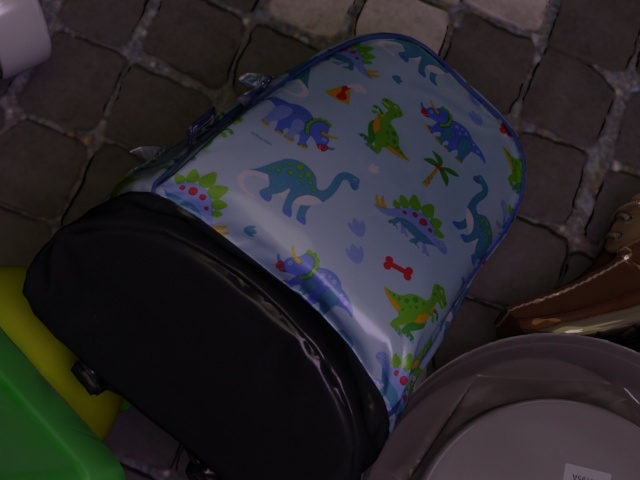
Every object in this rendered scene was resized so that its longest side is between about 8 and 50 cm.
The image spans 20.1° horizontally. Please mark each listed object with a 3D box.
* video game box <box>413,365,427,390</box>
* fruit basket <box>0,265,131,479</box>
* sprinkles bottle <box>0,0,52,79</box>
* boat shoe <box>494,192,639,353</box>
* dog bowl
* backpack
[{"bbox_3d":[-0.011,0.051,1.527,0.205,0.048,0.187,2,72,-9],"label":"video game box"},{"bbox_3d":[-0.296,0.136,1.370,0.392,0.392,0.283,38,104,2],"label":"fruit basket"},{"bbox_3d":[-0.403,-0.137,1.477,0.355,0.121,0.121,-25,80,-14],"label":"sprinkles bottle"},{"bbox_3d":[0.293,0.022,1.554,0.324,0.122,0.120,-15,72,-21],"label":"boat shoe"},{"bbox_3d":[0.182,0.254,1.427,0.349,0.102,0.349,3,72,-11],"label":"dog bowl"},{"bbox_3d":[0.000,0.000,1.373,0.290,0.273,0.355,42,28,5],"label":"backpack"}]
